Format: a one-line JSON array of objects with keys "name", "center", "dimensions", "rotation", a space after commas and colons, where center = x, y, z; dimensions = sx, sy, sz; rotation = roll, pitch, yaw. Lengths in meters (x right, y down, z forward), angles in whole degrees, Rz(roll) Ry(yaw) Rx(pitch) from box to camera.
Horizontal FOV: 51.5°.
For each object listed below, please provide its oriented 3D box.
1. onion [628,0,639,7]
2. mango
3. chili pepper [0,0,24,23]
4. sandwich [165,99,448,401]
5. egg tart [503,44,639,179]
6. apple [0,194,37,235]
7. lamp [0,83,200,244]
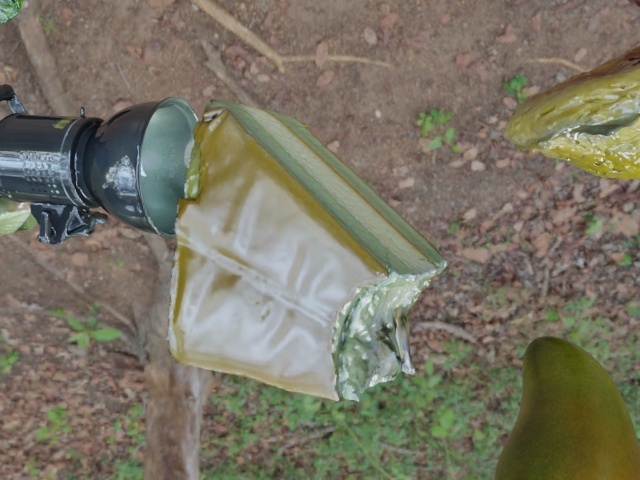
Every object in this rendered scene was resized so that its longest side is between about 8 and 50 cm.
[{"name": "onion", "center": [0.390, -0.354, 0.713], "dimensions": [0.173, 0.135, 0.198], "rotation": [-16, 130, -24]}, {"name": "mango", "center": [0.262, 0.238, 0.693], "dimensions": [0.146, 0.289, 0.129], "rotation": [10, 140, 23]}, {"name": "chili pepper", "center": [-0.576, -0.498, 1.045], "dimensions": [0.213, 0.385, 0.167], "rotation": [-11, 151, -25]}, {"name": "sandwich", "center": [0.000, 0.000, 0.567], "dimensions": [0.198, 0.228, 0.155], "rotation": [8, -175, 27]}, {"name": "egg tart", "center": [0.498, -0.207, 0.987], "dimensions": [0.443, 0.443, 0.178], "rotation": [-25, 95, 20]}, {"name": "apple", "center": [-0.623, -0.090, 1.268], "dimensions": [0.207, 0.174, 0.188], "rotation": [-36, 180, -31]}, {"name": "lamp", "center": [-0.254, -0.075, 0.711], "dimensions": [0.227, 0.147, 0.172], "rotation": [4, 115, 16]}]
